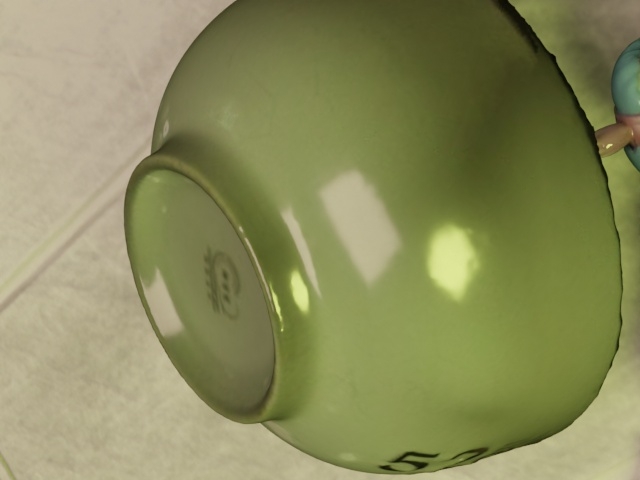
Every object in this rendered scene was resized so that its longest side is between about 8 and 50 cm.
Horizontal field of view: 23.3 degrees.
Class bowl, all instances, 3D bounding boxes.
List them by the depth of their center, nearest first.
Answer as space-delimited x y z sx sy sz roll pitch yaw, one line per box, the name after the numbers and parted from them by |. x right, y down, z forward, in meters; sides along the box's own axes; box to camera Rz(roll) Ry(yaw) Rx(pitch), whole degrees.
0.000 0.000 0.968 0.354 0.185 0.354 37 138 41 | bowl

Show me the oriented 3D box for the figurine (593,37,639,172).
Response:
0.264 -0.091 0.830 0.260 0.205 0.103 -23 113 37 | figurine
